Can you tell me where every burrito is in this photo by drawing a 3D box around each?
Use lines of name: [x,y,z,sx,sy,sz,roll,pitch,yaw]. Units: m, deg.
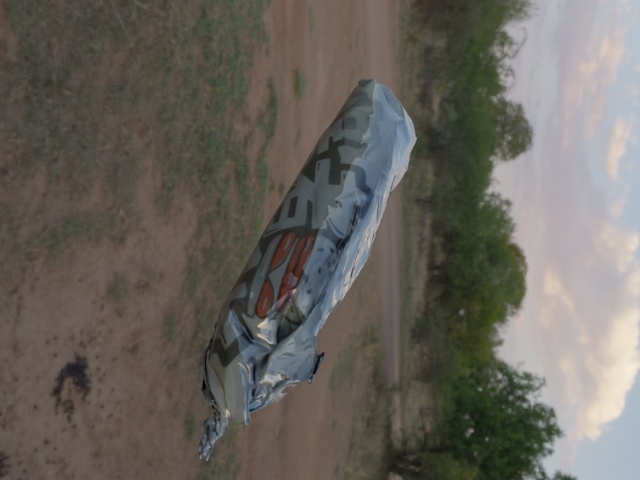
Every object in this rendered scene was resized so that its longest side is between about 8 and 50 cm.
burrito: [0.000,0.000,0.602,0.139,0.101,0.445,106,10,-51]
